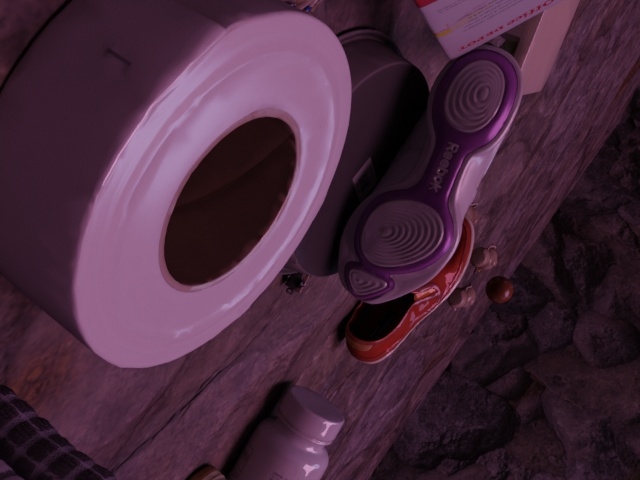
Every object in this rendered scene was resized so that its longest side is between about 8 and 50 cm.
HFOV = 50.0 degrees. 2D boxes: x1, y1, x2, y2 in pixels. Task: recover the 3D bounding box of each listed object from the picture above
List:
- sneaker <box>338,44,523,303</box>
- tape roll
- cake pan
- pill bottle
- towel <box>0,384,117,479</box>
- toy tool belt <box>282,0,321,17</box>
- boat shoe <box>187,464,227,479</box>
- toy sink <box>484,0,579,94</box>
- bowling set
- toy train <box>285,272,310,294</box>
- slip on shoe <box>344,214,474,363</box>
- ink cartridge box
[{"bbox_3d":[0.130,-0.060,0.768,0.305,0.114,0.152,-58,170,11],"label":"sneaker"},{"bbox_3d":[-0.097,-0.050,0.509,0.286,0.100,0.286,-45,155,-27],"label":"tape roll"},{"bbox_3d":[0.031,-0.082,0.764,0.293,0.054,0.293,-40,147,-33],"label":"cake pan"},{"bbox_3d":[-0.062,0.354,1.092,0.229,0.131,0.131,-60,158,6],"label":"pill bottle"},{"bbox_3d":[-0.234,0.245,0.438,0.284,0.235,0.121,-62,164,12],"label":"towel"},{"bbox_3d":[-0.014,-0.205,0.560,0.051,0.052,0.083,-34,170,34],"label":"toy tool belt"},{"bbox_3d":[-0.190,0.477,1.025,0.109,0.098,0.302,-17,134,-59],"label":"boat shoe"},{"bbox_3d":[0.237,-0.311,0.834,0.152,0.131,0.234,-24,136,-55],"label":"toy sink"},{"bbox_3d":[0.304,0.079,1.433,0.287,0.200,0.154,-57,160,10],"label":"bowling set"},{"bbox_3d":[0.000,0.000,0.889,0.158,0.027,0.036,-59,171,1],"label":"toy train"},{"bbox_3d":[0.161,0.074,1.223,0.331,0.123,0.101,-49,154,-8],"label":"slip on shoe"},{"bbox_3d":[0.131,-0.268,0.609,0.128,0.127,0.176,-25,166,17],"label":"ink cartridge box"}]
